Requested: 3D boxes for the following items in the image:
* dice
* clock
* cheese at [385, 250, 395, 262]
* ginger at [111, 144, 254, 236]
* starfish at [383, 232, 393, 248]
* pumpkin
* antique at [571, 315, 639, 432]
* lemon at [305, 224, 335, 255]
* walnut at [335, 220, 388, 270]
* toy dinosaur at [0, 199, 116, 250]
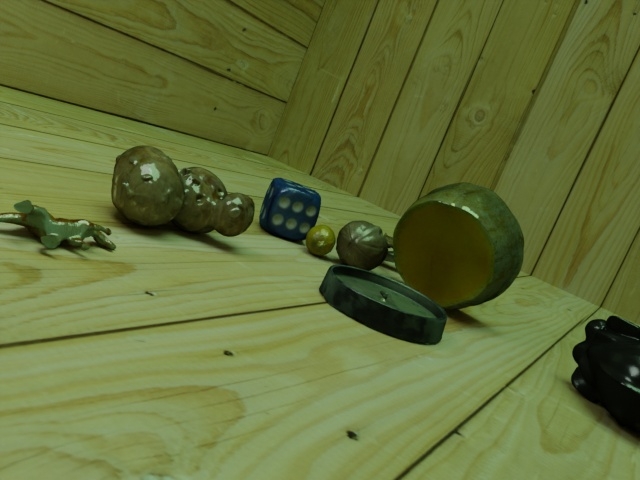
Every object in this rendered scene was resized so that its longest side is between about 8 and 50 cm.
[{"bbox_3d":[-0.087,-0.085,1.680,0.143,0.146,0.146,17,11,-18],"label":"dice"},{"bbox_3d":[0.135,0.129,1.283,0.281,0.055,0.280,21,10,-4],"label":"clock"},{"bbox_3d":[0.271,0.060,1.828,0.401,0.034,0.085,10,8,-5],"label":"cheese"},{"bbox_3d":[-0.293,-0.098,1.287,0.304,0.155,0.245,14,11,-35],"label":"ginger"},{"bbox_3d":[0.195,-0.006,1.850,0.236,0.062,0.277,9,2,-32],"label":"starfish"},{"bbox_3d":[0.330,0.015,1.548,0.332,0.332,0.199,28,17,30],"label":"pumpkin"},{"bbox_3d":[0.657,0.283,1.214,0.255,0.185,0.322,24,14,5],"label":"antique"},{"bbox_3d":[0.000,0.000,1.599,0.082,0.082,0.110,22,12,1],"label":"lemon"},{"bbox_3d":[0.110,0.014,1.615,0.140,0.140,0.162,26,22,24],"label":"walnut"},{"bbox_3d":[-0.429,-0.029,0.944,0.212,0.057,0.142,21,-1,-10],"label":"toy dinosaur"}]
